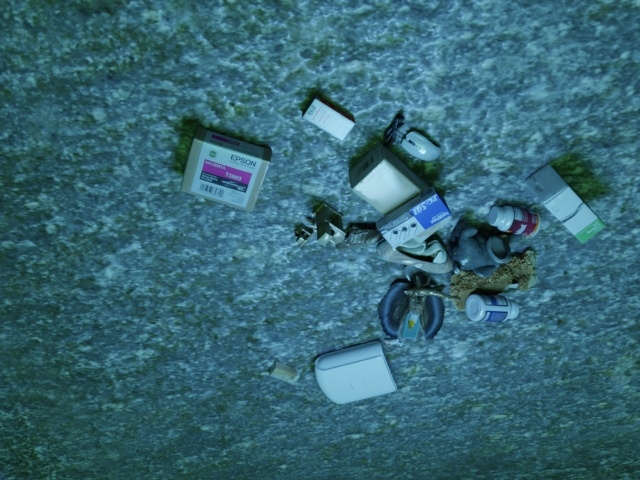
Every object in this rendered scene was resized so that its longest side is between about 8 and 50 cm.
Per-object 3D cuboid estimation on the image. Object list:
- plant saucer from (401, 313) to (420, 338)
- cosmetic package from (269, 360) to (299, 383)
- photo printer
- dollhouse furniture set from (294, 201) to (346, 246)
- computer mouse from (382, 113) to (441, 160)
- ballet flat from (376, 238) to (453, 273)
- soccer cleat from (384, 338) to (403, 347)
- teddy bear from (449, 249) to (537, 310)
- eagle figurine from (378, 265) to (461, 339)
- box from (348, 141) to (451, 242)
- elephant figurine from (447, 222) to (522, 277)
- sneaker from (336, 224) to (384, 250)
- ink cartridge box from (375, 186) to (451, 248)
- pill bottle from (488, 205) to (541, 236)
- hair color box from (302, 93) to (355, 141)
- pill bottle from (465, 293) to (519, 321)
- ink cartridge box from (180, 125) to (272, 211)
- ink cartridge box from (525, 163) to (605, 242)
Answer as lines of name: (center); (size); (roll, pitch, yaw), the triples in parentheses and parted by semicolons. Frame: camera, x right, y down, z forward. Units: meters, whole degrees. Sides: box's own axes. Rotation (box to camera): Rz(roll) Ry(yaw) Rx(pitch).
plant saucer: (0.363, 0.317, 1.986); (0.067, 0.018, 0.192); (2, 127, -3)
cosmetic package: (-0.150, 0.555, 2.123); (0.115, 0.041, 0.060); (23, 122, -18)
photo printer: (0.137, 0.553, 2.092); (0.308, 0.107, 0.256); (-16, 125, 9)
dollhouse furniture set: (0.000, 0.000, 1.642); (0.101, 0.181, 0.161); (33, 118, -23)
computer mouse: (0.287, -0.293, 1.527); (0.193, 0.042, 0.106); (24, 121, -18)
ballet flat: (0.342, 0.041, 1.699); (0.316, 0.107, 0.106); (8, 143, -25)
soccer cleat: (0.297, 0.408, 2.044); (0.083, 0.029, 0.035); (17, 115, -18)
teddy bear: (0.622, 0.135, 1.824); (0.338, 0.113, 0.245); (-29, 129, 9)
eagle figurine: (0.345, 0.238, 1.840); (0.225, 0.226, 0.298); (-36, 157, -19)
box: (0.250, -0.145, 1.584); (0.311, 0.121, 0.148); (34, 118, -23)
elephant figurine: (0.560, 0.038, 1.683); (0.240, 0.169, 0.185); (16, 97, -2)
sneaker: (0.133, -0.021, 1.703); (0.189, 0.066, 0.071); (-20, 122, 11)
ink cartridge box: (0.280, -0.067, 1.536); (0.207, 0.046, 0.097); (-32, 122, 20)
pill bottle: (0.640, -0.066, 1.677); (0.152, 0.086, 0.086); (12, 124, -10)
hair color box: (0.024, -0.356, 1.472); (0.141, 0.043, 0.072); (27, 120, -21)
pill bottle: (0.602, 0.237, 1.767); (0.170, 0.094, 0.094); (6, 126, -21)
ink cartridge box: (-0.286, -0.213, 1.538); (0.235, 0.088, 0.193); (16, 125, -12)
ink cartridge box: (0.770, -0.119, 1.598); (0.219, 0.160, 0.093); (36, 116, -25)
